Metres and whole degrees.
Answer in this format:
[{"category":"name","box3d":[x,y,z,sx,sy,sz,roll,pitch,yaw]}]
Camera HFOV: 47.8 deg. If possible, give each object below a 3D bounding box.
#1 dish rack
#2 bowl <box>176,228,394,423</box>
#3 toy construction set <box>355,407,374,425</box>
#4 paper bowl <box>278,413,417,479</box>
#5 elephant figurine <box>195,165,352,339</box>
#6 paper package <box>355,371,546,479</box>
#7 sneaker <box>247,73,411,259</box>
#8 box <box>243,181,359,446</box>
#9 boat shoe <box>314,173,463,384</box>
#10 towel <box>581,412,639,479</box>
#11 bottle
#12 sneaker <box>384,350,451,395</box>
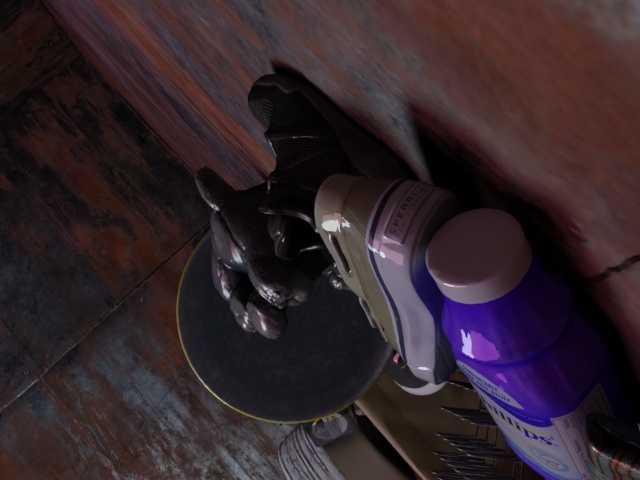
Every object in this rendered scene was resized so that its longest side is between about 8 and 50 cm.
[{"category":"dish rack","box3d":[0.169,0.240,0.793,0.074,0.271,0.208,8,172,-1]},{"category":"bowl","box3d":[-0.038,0.094,0.987,0.289,0.289,0.156,47,175,6]},{"category":"toy construction set","box3d":[0.212,0.415,1.637,0.237,0.257,0.308,38,-158,-40]},{"category":"paper bowl","box3d":[0.068,0.435,1.350,0.284,0.148,0.284,43,-177,-2]},{"category":"elephant figurine","box3d":[0.000,0.000,0.838,0.169,0.240,0.186,45,144,34]},{"category":"paper package","box3d":[0.215,0.332,1.239,0.309,0.168,0.325,42,172,37]},{"category":"sneaker","box3d":[-0.027,-0.070,0.685,0.227,0.130,0.087,46,171,32]},{"category":"box","box3d":[-0.055,0.123,1.313,0.395,0.097,0.318,-104,-8,-55]},{"category":"boat shoe","box3d":[0.079,0.032,0.623,0.094,0.109,0.302,26,160,28]},{"category":"towel","box3d":[0.325,0.264,0.512,0.272,0.040,0.370,24,159,38]},{"category":"bottle","box3d":[0.162,0.091,0.554,0.118,0.092,0.283,32,163,48]},{"category":"sneaker","box3d":[0.080,0.132,1.066,0.147,0.104,0.296,30,180,-22]}]
